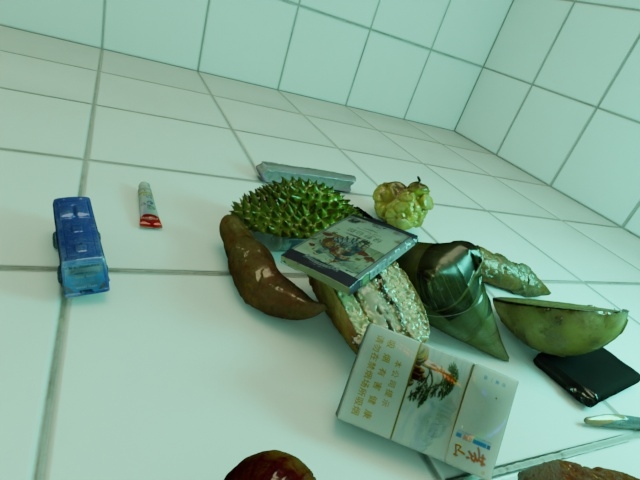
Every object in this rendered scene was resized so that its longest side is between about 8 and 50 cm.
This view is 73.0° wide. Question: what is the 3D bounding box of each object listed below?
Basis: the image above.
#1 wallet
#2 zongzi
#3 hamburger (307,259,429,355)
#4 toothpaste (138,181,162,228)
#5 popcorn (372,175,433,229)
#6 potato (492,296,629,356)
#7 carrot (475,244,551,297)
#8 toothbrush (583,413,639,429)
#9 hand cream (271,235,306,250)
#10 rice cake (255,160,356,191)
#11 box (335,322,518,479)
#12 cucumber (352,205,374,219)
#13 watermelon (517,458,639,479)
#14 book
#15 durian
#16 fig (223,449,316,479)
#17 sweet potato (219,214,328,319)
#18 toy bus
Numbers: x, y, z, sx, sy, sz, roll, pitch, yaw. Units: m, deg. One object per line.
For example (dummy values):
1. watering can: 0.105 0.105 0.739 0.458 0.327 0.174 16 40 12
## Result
1. wallet: 0.590 0.283 0.959 0.250 0.044 0.149 -1 30 -33
2. zongzi: 0.241 0.137 0.969 0.154 0.317 0.290 -42 24 -22
3. hamburger: 0.076 0.108 0.833 0.156 0.245 0.281 -19 82 -17
4. toothpaste: -0.409 -0.085 1.020 0.048 0.031 0.190 5 32 -31
5. popcorn: 0.263 -0.108 1.380 0.194 0.163 0.140 -1 -8 35
6. potato: 0.524 0.188 0.959 0.240 0.115 0.299 0 -1 -13
7. carrot: 0.535 0.102 1.222 0.263 0.101 0.101 24 27 -4
8. toothbrush: 0.674 0.370 0.866 0.376 0.028 0.037 11 35 -16
9. hand cream: 0.000 0.000 1.098 0.256 0.048 0.079 -3 11 -35
10. rice cake: -0.040 -0.212 1.458 0.366 0.056 0.072 4 31 -27
11. box: 0.157 0.237 0.652 0.234 0.149 0.067 21 -12 4
12. cucumber: 0.166 -0.001 1.182 0.081 0.072 0.303 -6 37 -43
13. watermelon: 0.381 0.379 0.549 0.257 0.139 0.193 19 28 32
14. book: 0.060 0.013 0.814 0.158 0.026 0.231 22 37 34
15. durian: -0.066 -0.054 1.041 0.356 0.169 0.157 9 66 16
16. fig: -0.044 0.303 0.478 0.153 0.119 0.119 54 3 -39
17. sweet potato: -0.130 0.062 0.859 0.106 0.095 0.355 -42 51 -9
18. toy bus: -0.427 0.003 0.771 0.079 0.094 0.236 -2 34 -35
